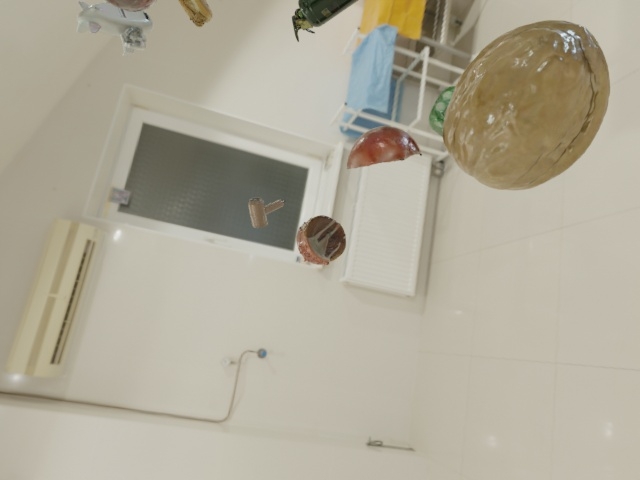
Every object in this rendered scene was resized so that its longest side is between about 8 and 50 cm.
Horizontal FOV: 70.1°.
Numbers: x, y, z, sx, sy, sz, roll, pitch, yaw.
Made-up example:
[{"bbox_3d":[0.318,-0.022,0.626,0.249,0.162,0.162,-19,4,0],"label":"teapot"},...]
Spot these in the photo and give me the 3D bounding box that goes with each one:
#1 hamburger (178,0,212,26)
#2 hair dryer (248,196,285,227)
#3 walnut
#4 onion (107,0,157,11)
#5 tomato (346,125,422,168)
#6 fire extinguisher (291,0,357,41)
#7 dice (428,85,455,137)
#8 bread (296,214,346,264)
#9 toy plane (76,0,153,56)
[{"bbox_3d":[-0.435,-0.812,1.569,0.147,0.083,0.138,64,-175,34],"label":"hamburger"},{"bbox_3d":[-0.212,-0.136,1.863,0.064,0.182,0.117,17,126,39],"label":"hair dryer"},{"bbox_3d":[0.387,-0.254,0.868,0.313,0.277,0.252,-63,36,31],"label":"walnut"},{"bbox_3d":[-0.309,-0.422,0.729,0.206,0.151,0.098,-94,-19,-45],"label":"onion"},{"bbox_3d":[0.175,-0.279,1.348,0.199,0.228,0.112,-34,-67,-64],"label":"tomato"},{"bbox_3d":[0.043,-0.622,1.150,0.311,0.114,0.095,-23,58,24],"label":"fire extinguisher"},{"bbox_3d":[0.418,-0.387,1.399,0.131,0.128,0.120,-55,-24,-2],"label":"dice"},{"bbox_3d":[0.000,0.000,1.436,0.073,0.160,0.160,-22,55,54],"label":"bread"},{"bbox_3d":[-0.697,-0.746,1.557,0.118,0.252,0.252,-33,43,48],"label":"toy plane"}]
